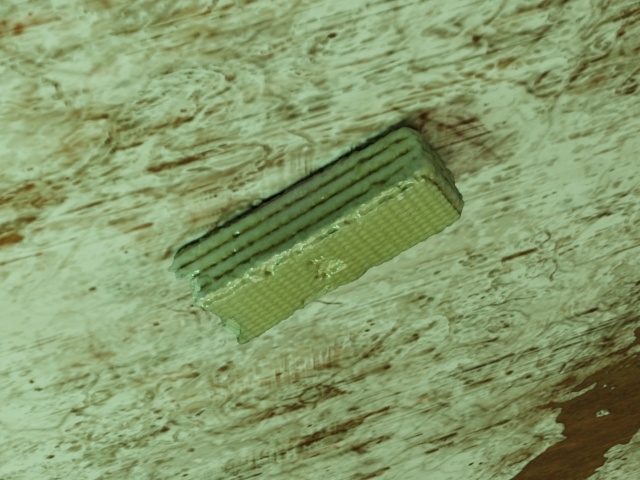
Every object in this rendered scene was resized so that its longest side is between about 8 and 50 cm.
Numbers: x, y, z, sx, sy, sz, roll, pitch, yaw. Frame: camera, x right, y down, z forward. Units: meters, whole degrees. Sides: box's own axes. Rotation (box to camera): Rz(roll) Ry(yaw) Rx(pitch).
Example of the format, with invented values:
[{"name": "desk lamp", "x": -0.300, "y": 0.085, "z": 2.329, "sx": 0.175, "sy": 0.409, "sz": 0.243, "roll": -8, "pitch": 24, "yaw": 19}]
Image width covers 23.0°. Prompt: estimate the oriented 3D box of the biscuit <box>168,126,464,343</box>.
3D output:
[{"name": "biscuit", "x": 0.000, "y": 0.000, "z": 1.292, "sx": 0.239, "sy": 0.062, "sz": 0.108, "roll": -29, "pitch": 149, "yaw": 11}]
